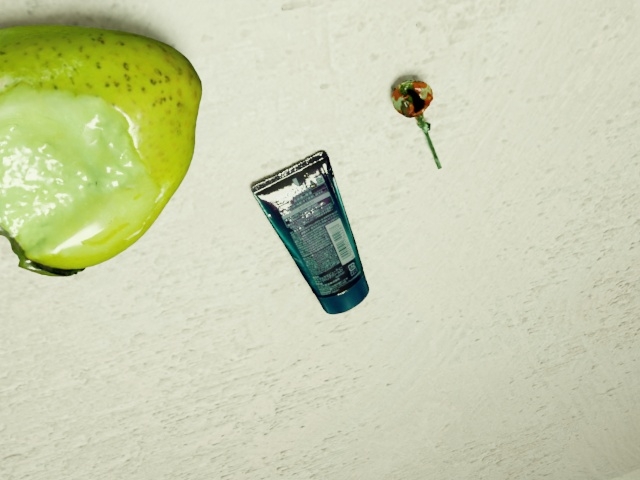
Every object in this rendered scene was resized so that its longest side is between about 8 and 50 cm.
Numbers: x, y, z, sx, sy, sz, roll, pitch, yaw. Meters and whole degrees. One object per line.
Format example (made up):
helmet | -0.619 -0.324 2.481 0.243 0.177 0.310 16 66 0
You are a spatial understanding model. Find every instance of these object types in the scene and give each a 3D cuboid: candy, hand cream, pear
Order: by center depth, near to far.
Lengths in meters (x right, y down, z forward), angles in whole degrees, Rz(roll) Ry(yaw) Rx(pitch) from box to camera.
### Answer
pear | -0.241 -0.104 0.621 0.292 0.159 0.293 -13 129 -17
candy | 0.150 -0.160 0.823 0.055 0.049 0.185 -8 146 23
hand cream | 0.000 0.000 0.874 0.120 0.061 0.271 -27 127 -3
